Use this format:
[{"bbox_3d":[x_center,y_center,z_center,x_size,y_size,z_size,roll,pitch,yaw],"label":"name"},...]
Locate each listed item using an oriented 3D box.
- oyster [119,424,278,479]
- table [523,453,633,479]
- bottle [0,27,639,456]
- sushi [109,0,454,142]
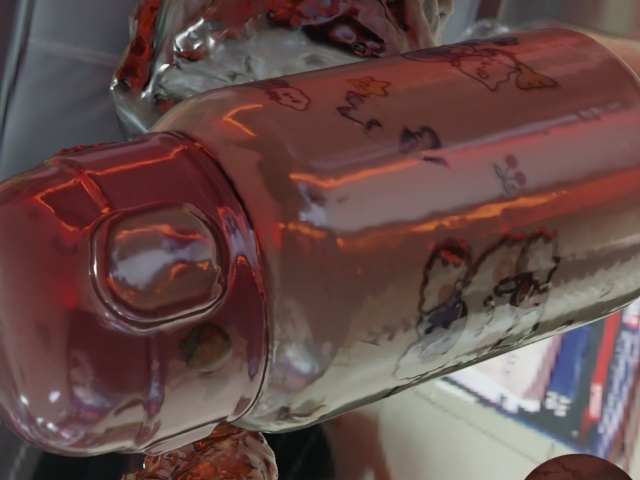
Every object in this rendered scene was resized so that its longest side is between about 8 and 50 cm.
[{"bbox_3d":[-0.093,0.186,1.093,0.079,0.128,0.345,-60,8,15],"label":"oyster"},{"bbox_3d":[0.251,0.277,1.334,0.043,0.133,0.133,74,-170,-71],"label":"table"},{"bbox_3d":[0.000,0.000,0.440,0.110,0.233,0.110,26,123,49],"label":"bottle"},{"bbox_3d":[-0.031,-0.091,0.929,0.350,0.211,0.171,106,171,-59],"label":"sushi"}]
